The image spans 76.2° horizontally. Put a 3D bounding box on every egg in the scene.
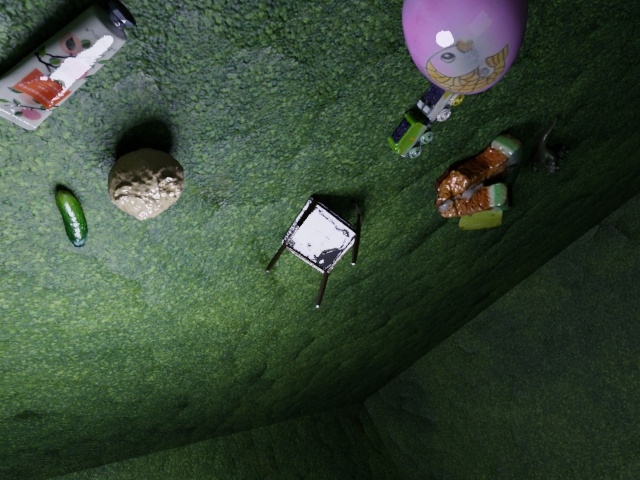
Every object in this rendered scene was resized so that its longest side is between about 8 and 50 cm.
[{"bbox_3d":[-0.292,-0.094,0.687,0.140,0.116,0.118,-17,161,30],"label":"egg"},{"bbox_3d":[0.246,-0.358,0.687,0.271,0.196,0.196,8,132,-50],"label":"egg"}]

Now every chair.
[{"bbox_3d":[0.000,0.000,1.027,0.188,0.166,0.272,-54,-176,31],"label":"chair"}]

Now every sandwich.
[{"bbox_3d":[0.472,-0.150,1.186,0.300,0.162,0.251,-26,144,-12],"label":"sandwich"}]

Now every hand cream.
[{"bbox_3d":[-0.341,-0.228,0.534,0.233,0.050,0.080,-31,152,13],"label":"hand cream"}]

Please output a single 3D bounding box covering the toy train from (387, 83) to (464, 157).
[{"bbox_3d":[0.234,-0.275,0.914,0.081,0.060,0.202,10,129,-38],"label":"toy train"}]

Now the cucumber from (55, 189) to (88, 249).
[{"bbox_3d":[-0.438,-0.031,0.730,0.037,0.037,0.155,-12,144,-26],"label":"cucumber"}]

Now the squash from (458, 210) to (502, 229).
[{"bbox_3d":[0.591,-0.077,1.453,0.184,0.085,0.192,-34,146,5],"label":"squash"}]

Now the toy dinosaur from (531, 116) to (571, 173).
[{"bbox_3d":[0.737,-0.310,1.315,0.187,0.087,0.179,-22,113,-42],"label":"toy dinosaur"}]
